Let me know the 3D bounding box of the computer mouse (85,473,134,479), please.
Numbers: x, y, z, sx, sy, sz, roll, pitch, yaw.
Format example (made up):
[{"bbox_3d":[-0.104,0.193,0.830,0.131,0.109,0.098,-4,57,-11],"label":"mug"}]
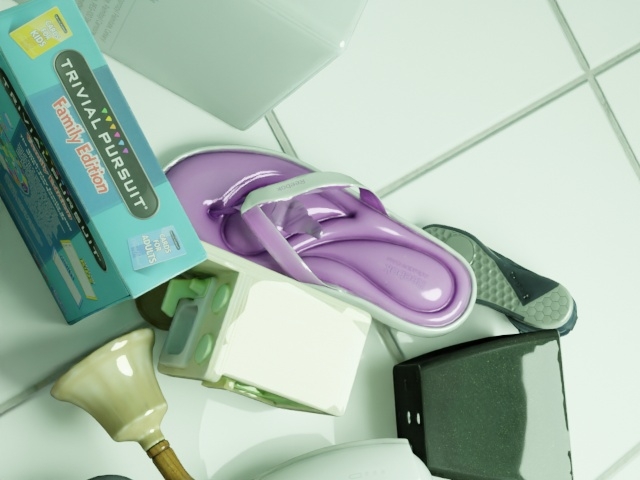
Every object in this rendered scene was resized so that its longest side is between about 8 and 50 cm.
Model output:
[{"bbox_3d":[-0.262,0.369,0.995,0.188,0.072,0.272,22,86,-21],"label":"computer mouse"}]

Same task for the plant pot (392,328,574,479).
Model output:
[{"bbox_3d":[0.185,0.210,1.159,0.166,0.188,0.188,-2,82,-10],"label":"plant pot"}]

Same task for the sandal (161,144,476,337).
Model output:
[{"bbox_3d":[0.004,-0.014,1.121,0.416,0.102,0.170,19,72,-8],"label":"sandal"}]

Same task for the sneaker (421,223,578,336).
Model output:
[{"bbox_3d":[0.235,0.059,1.252,0.226,0.163,0.086,30,92,24],"label":"sneaker"}]

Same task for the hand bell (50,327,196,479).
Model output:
[{"bbox_3d":[-0.166,0.226,0.988,0.126,0.126,0.242,-29,77,-25],"label":"hand bell"}]

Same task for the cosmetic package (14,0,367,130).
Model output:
[{"bbox_3d":[-0.136,-0.382,1.025,0.393,0.327,0.330,29,71,-16],"label":"cosmetic package"}]

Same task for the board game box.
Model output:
[{"bbox_3d":[-0.243,-0.056,0.919,0.079,0.336,0.254,-29,94,-25],"label":"board game box"}]

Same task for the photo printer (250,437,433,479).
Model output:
[{"bbox_3d":[0.035,0.385,1.054,0.255,0.107,0.308,-19,89,1],"label":"photo printer"}]

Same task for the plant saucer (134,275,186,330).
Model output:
[{"bbox_3d":[-0.177,0.064,1.105,0.083,0.015,0.084,4,80,-23],"label":"plant saucer"}]

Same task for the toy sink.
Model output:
[{"bbox_3d":[-0.091,0.104,1.048,0.234,0.152,0.131,25,73,-26],"label":"toy sink"}]
